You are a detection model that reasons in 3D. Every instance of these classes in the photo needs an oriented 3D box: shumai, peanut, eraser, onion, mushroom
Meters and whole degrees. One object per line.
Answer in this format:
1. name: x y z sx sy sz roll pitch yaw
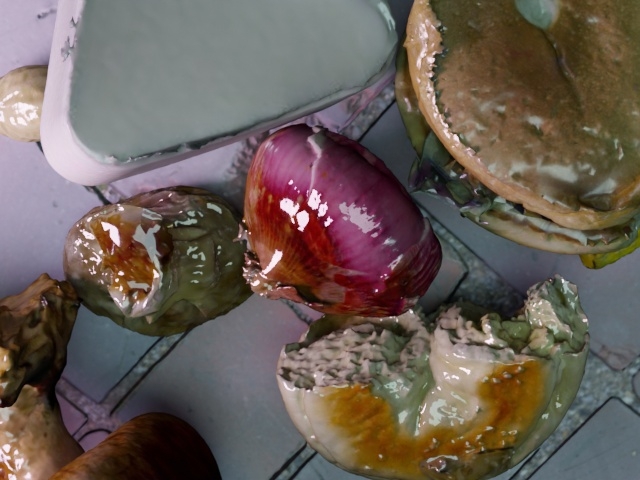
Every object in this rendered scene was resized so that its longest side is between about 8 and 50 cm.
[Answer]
1. shumai: -0.163 0.028 1.520 0.209 0.153 0.161 4 100 0
2. peanut: -0.239 -0.142 1.495 0.187 0.082 0.082 -8 107 0
3. eraser: -0.089 -0.198 1.416 0.331 0.150 0.331 2 83 -18
4. onion: 0.000 0.000 1.462 0.163 0.230 0.230 -40 107 -26
5. mushroom: -0.269 0.277 1.489 0.356 0.331 0.334 33 117 -12

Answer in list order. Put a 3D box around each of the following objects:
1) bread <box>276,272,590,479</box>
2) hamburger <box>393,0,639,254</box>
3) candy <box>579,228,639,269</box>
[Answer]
1. bread: 0.128 0.151 1.552 0.314 0.171 0.192 -15 119 9
2. hamburger: 0.208 -0.160 1.415 0.277 0.195 0.318 14 80 4
3. candy: 0.338 -0.053 1.538 0.199 0.106 0.094 -28 87 0
